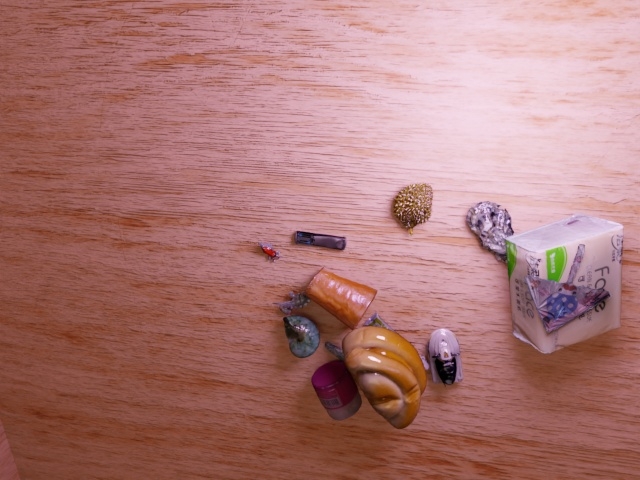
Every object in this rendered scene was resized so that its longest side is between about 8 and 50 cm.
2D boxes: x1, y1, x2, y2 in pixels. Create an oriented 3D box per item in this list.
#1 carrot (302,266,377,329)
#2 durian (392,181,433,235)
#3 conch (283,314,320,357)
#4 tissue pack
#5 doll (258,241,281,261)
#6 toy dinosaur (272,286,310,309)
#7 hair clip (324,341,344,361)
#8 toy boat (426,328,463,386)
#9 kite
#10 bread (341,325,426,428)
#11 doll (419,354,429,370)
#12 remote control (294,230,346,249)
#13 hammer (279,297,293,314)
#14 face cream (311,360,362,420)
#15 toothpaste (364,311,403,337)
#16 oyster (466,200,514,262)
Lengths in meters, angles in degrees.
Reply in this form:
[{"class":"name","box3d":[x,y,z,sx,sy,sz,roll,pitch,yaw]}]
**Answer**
[{"class":"carrot","box3d":[0.079,0.221,1.667,0.254,0.196,0.195,31,113,8]},{"class":"durian","box3d":[0.341,-0.109,1.519,0.147,0.102,0.208,4,116,1]},{"class":"conch","box3d":[-0.083,0.416,1.779,0.176,0.122,0.188,14,112,26]},{"class":"tissue pack","box3d":[0.855,0.149,1.444,0.332,0.205,0.404,-17,111,-8]},{"class":"doll","box3d":[-0.212,0.040,1.695,0.057,0.039,0.114,-13,127,47]},{"class":"toy dinosaur","box3d":[-0.103,0.255,1.748,0.209,0.039,0.082,-13,112,2]},{"class":"hair clip","box3d":[0.120,0.516,1.829,0.229,0.036,0.066,28,106,-2]},{"class":"toy boat","box3d":[0.519,0.499,1.711,0.141,0.140,0.269,-8,124,12]},{"class":"kite","box3d":[0.795,0.160,1.324,0.336,0.011,0.314,10,106,-12]},{"class":"bread","box3d":[0.237,0.545,1.658,0.329,0.245,0.423,-11,121,37]},{"class":"doll","box3d":[0.401,0.559,1.786,0.106,0.062,0.162,41,116,11]},{"class":"remote control","box3d":[0.000,0.000,1.651,0.212,0.028,0.059,7,111,6]},{"class":"hammer","box3d":[-0.138,0.281,1.785,0.053,0.031,0.083,34,102,-9]},{"class":"face cream","box3d":[0.073,0.662,1.818,0.175,0.175,0.194,-18,107,15]},{"class":"toothpaste","box3d":[0.301,0.409,1.756,0.248,0.047,0.078,41,107,-5]},{"class":"oyster","box3d":[0.638,-0.025,1.515,0.200,0.087,0.251,-4,106,0]}]
